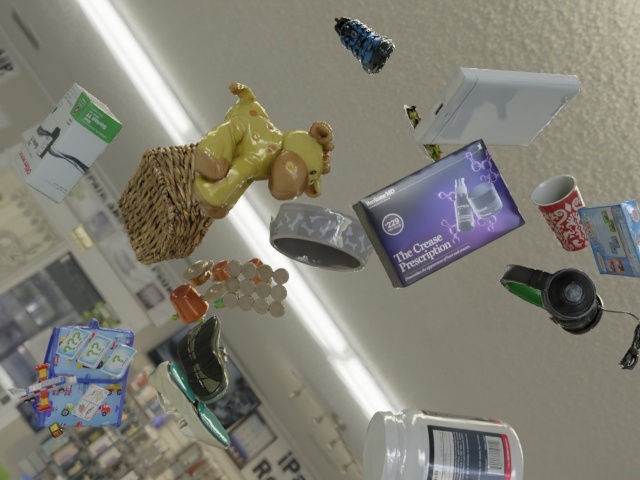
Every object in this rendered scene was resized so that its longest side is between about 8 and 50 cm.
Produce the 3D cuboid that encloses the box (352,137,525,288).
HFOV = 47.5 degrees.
[{"bbox_3d":[0.219,-0.049,1.370,0.184,0.261,0.103,62,-7,3],"label":"box"}]

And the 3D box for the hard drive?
[{"bbox_3d":[0.428,-0.316,1.768,0.233,0.352,0.047,-56,-135,50],"label":"hard drive"}]

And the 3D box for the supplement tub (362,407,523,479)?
[{"bbox_3d":[0.233,0.430,1.408,0.272,0.191,0.191,9,-20,-9],"label":"supplement tub"}]

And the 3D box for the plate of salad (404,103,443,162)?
[{"bbox_3d":[0.300,-0.310,2.102,0.200,0.048,0.200,50,23,-30],"label":"plate of salad"}]

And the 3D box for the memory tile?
[{"bbox_3d":[-0.140,0.104,1.582,0.147,0.012,0.113,9,-79,17],"label":"memory tile"}]

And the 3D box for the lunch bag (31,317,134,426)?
[{"bbox_3d":[-0.650,0.355,2.017,0.138,0.220,0.293,25,-77,56],"label":"lunch bag"}]

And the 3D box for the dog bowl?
[{"bbox_3d":[0.000,0.000,2.236,0.348,0.102,0.349,15,-16,4],"label":"dog bowl"}]

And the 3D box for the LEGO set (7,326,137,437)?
[{"bbox_3d":[-0.541,0.298,1.574,0.182,0.244,0.060,17,-36,20],"label":"LEGO set"}]

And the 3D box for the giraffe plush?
[{"bbox_3d":[-0.074,-0.119,1.083,0.170,0.210,0.181,20,-16,5],"label":"giraffe plush"}]

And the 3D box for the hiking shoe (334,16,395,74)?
[{"bbox_3d":[0.113,-0.558,2.069,0.132,0.113,0.304,26,16,-22],"label":"hiking shoe"}]

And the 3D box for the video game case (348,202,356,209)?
[{"bbox_3d":[0.191,-0.111,2.317,0.157,0.143,0.019,14,-67,54],"label":"video game case"}]

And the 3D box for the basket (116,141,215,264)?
[{"bbox_3d":[-0.312,-0.077,1.703,0.299,0.223,0.214,-40,-111,52],"label":"basket"}]

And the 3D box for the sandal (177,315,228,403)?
[{"bbox_3d":[-0.278,0.300,1.784,0.086,0.120,0.303,57,7,-34],"label":"sandal"}]

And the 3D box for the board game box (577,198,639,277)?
[{"bbox_3d":[0.633,-0.003,1.558,0.211,0.039,0.160,177,-107,-86],"label":"board game box"}]

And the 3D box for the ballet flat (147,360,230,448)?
[{"bbox_3d":[-0.297,0.377,1.612,0.248,0.086,0.086,58,-21,-13],"label":"ballet flat"}]

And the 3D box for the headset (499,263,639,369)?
[{"bbox_3d":[0.645,0.185,1.887,0.394,0.185,0.243,20,-10,34],"label":"headset"}]

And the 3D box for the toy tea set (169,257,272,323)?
[{"bbox_3d":[-0.283,0.153,2.103,0.336,0.200,0.124,-6,-53,37],"label":"toy tea set"}]

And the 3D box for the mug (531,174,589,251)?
[{"bbox_3d":[0.617,-0.074,1.831,0.113,0.150,0.169,-23,-61,25],"label":"mug"}]

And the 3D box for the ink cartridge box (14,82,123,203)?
[{"bbox_3d":[-0.515,-0.198,1.480,0.087,0.208,0.153,38,1,-40],"label":"ink cartridge box"}]
